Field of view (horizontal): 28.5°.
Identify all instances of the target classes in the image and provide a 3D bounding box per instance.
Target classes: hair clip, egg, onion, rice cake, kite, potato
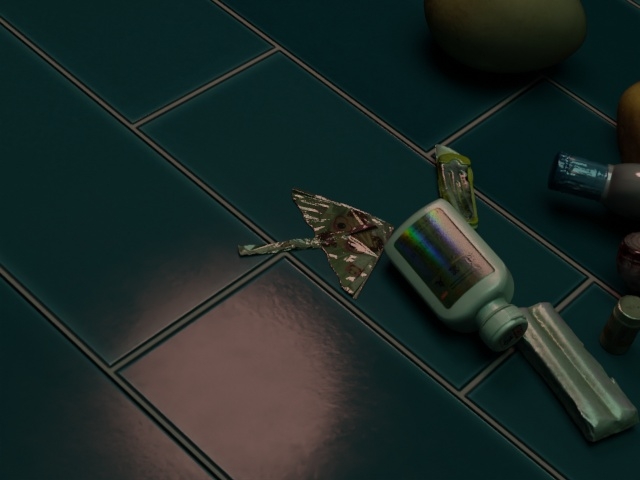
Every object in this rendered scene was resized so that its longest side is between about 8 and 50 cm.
[{"bbox_3d":[0.216,-0.078,1.961,0.060,0.033,0.188,5,44,-11],"label":"hair clip"},{"bbox_3d":[0.320,-0.393,2.152,0.295,0.218,0.218,12,45,-17],"label":"egg"},{"bbox_3d":[0.537,0.052,1.864,0.206,0.098,0.151,3,24,-8],"label":"onion"},{"bbox_3d":[0.344,0.178,1.748,0.085,0.040,0.226,-17,53,-26],"label":"rice cake"},{"bbox_3d":[0.000,0.001,1.856,0.250,0.012,0.229,-11,50,-20],"label":"kite"},{"bbox_3d":[0.552,-0.175,2.059,0.098,0.138,0.243,-5,46,-11],"label":"potato"}]

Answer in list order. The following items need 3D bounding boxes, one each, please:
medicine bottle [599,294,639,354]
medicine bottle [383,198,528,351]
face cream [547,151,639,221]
[{"bbox_3d":[0.431,0.120,1.791,0.047,0.083,0.047,6,47,-7],"label":"medicine bottle"},{"bbox_3d":[0.200,0.056,1.783,0.121,0.083,0.229,-40,61,2],"label":"medicine bottle"},{"bbox_3d":[0.521,-0.067,1.945,0.337,0.163,0.080,15,81,1],"label":"face cream"}]
